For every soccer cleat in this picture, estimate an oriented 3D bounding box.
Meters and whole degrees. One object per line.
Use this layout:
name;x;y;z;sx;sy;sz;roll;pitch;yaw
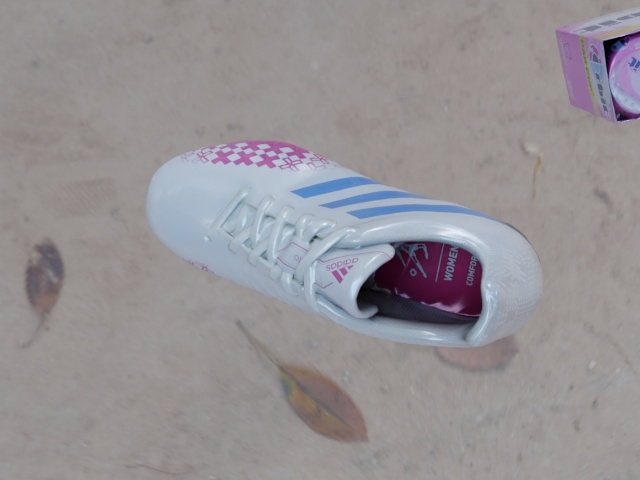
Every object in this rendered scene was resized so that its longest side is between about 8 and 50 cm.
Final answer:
soccer cleat;0.000;0.000;0.928;0.331;0.143;0.116;13;107;19

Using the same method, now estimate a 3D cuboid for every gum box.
gum box;0.277;-0.142;0.888;0.188;0.107;0.062;-16;104;-3
